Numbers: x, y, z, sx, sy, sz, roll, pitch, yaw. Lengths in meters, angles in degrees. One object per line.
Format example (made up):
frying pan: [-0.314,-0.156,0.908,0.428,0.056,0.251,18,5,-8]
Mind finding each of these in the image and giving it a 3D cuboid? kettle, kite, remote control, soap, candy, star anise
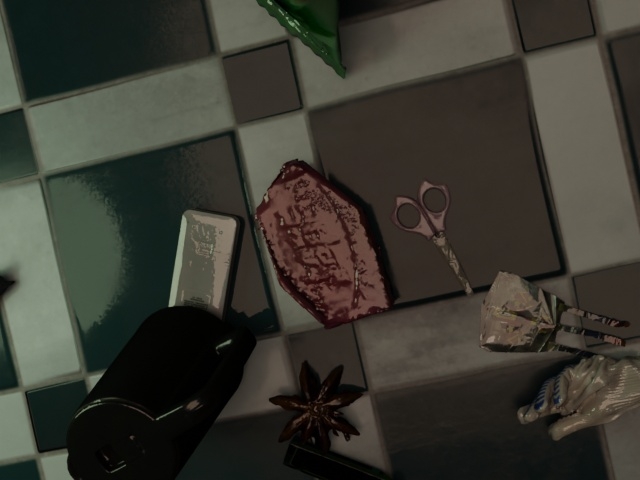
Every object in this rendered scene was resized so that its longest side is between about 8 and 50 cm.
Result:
kettle: [-0.230,0.256,1.461,0.262,0.308,0.203,-2,109,12]
kite: [0.389,0.143,1.535,0.245,0.015,0.141,14,98,8]
remote control: [-0.208,0.073,1.605,0.103,0.034,0.250,10,96,7]
soap: [0.000,0.000,1.536,0.182,0.112,0.289,-18,90,6]
candy: [-0.039,-0.407,1.382,0.172,0.398,0.263,-35,81,-15]
star anise: [-0.007,0.289,1.572,0.168,0.057,0.168,1,85,-6]

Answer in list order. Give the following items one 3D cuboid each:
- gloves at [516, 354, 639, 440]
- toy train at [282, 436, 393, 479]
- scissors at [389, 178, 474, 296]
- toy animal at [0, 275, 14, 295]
gloves: [0.431,0.254,1.496,0.229,0.097,0.119,-18,95,2]
toy train: [0.041,0.399,1.586,0.209,0.042,0.044,20,102,7]
scissors: [0.203,0.003,1.549,0.110,0.021,0.212,-30,88,11]
toy animal: [-0.659,0.109,1.663,0.210,0.121,0.117,-34,44,-7]
